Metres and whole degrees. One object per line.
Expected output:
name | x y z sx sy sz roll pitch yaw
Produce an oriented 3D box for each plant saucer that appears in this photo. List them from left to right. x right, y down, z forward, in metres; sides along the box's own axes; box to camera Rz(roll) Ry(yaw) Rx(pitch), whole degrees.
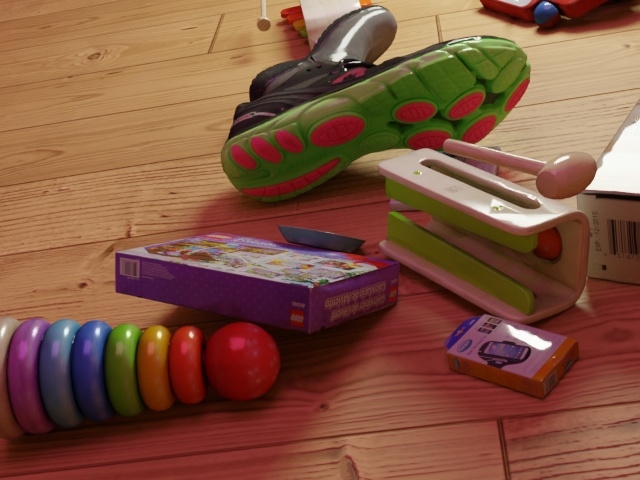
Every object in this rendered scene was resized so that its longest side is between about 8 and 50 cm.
plant saucer | 0.000 0.000 1.414 0.119 0.021 0.119 10 -1 0

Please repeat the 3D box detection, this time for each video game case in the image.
video game case | 0.185 -0.092 1.551 0.143 0.019 0.157 -2 32 18

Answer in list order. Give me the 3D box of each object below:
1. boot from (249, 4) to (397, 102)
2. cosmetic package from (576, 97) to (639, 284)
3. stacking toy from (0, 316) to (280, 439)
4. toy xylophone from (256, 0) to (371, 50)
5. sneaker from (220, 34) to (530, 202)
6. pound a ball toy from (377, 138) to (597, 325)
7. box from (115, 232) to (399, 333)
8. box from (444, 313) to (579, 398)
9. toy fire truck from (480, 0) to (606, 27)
boot | 0.063 -0.282 1.848 0.338 0.118 0.223 -40 42 -21
cosmetic package | 0.440 -0.076 1.319 0.153 0.129 0.296 6 34 31
stacking toy | -0.210 0.143 1.207 0.330 0.141 0.141 -5 30 2
toy xylophone | -0.010 -0.478 2.210 0.236 0.081 0.322 -8 30 8
sneaker | 0.074 -0.219 1.591 0.483 0.185 0.202 -15 45 4
pound a ball toy | 0.211 -0.045 1.273 0.136 0.208 0.319 -17 28 -30
box | -0.078 0.046 1.307 0.293 0.057 0.201 9 12 33
box | 0.206 0.124 1.173 0.136 0.028 0.081 13 38 40
toy fire truck | 0.473 -0.513 2.046 0.254 0.169 0.302 -46 38 -4
